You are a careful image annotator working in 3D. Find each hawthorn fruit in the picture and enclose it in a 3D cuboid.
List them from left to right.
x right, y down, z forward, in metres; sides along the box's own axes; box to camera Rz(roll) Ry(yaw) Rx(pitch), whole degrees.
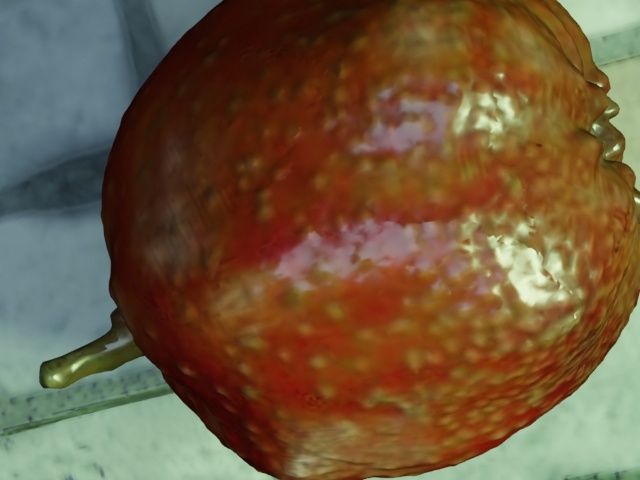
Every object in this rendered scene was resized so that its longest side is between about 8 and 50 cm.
[{"bbox_3d":[0.000,0.000,0.695,0.253,0.205,0.205,-20,102,12],"label":"hawthorn fruit"}]
